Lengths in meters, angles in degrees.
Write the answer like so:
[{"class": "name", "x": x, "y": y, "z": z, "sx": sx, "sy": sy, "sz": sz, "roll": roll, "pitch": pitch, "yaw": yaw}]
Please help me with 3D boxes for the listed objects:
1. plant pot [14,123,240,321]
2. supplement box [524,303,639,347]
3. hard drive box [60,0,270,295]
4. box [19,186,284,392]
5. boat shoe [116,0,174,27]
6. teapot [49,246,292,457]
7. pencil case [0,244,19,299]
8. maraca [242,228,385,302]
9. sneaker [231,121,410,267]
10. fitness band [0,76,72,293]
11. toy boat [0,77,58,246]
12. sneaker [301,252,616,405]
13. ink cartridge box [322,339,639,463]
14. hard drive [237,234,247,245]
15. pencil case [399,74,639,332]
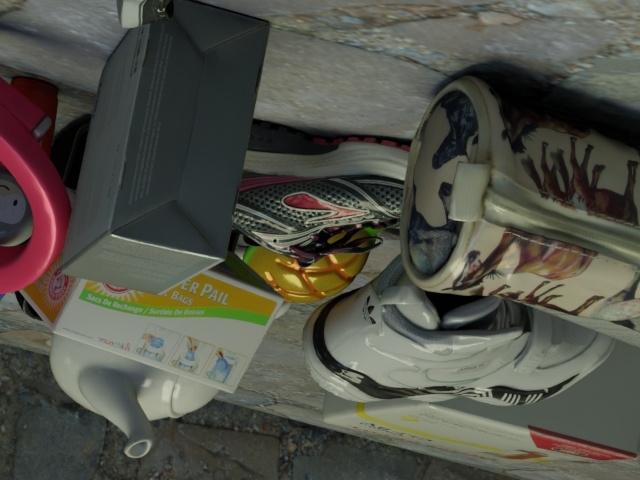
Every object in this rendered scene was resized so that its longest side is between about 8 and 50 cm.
[{"class": "plant pot", "x": -0.201, "y": -0.006, "z": 1.821, "sx": 0.188, "sy": 0.187, "sz": 0.167, "roll": 17, "pitch": -179, "yaw": -26}, {"class": "supplement box", "x": 0.287, "y": 0.028, "z": 1.629, "sx": 0.220, "sy": 0.111, "sz": 0.114, "roll": 21, "pitch": 166, "yaw": -38}, {"class": "hard drive box", "x": -0.123, "y": -0.065, "z": 1.413, "sx": 0.089, "sy": 0.181, "sz": 0.232, "roll": 13, "pitch": 169, "yaw": -15}, {"class": "box", "x": -0.155, "y": 0.045, "z": 1.669, "sx": 0.203, "sy": 0.103, "sz": 0.114, "roll": 23, "pitch": -170, "yaw": -35}, {"class": "boat shoe", "x": -0.111, "y": -0.174, "z": 1.221, "sx": 0.040, "sy": 0.049, "sz": 0.142, "roll": -6, "pitch": 173, "yaw": -10}, {"class": "teapot", "x": -0.164, "y": 0.104, "z": 2.081, "sx": 0.187, "sy": 0.256, "sz": 0.252, "roll": 28, "pitch": 179, "yaw": 15}, {"class": "pencil case", "x": -0.486, "y": -0.010, "z": 2.118, "sx": 0.306, "sy": 0.119, "sz": 0.133, "roll": 26, "pitch": -164, "yaw": -34}, {"class": "maraca", "x": 0.000, "y": 0.000, "z": 1.836, "sx": 0.127, "sy": 0.099, "sz": 0.186, "roll": 7, "pitch": 149, "yaw": -36}, {"class": "sneaker", "x": 0.010, "y": -0.029, "z": 1.632, "sx": 0.299, "sy": 0.112, "sz": 0.121, "roll": 8, "pitch": 168, "yaw": 13}, {"class": "fitness band", "x": -0.331, "y": -0.076, "z": 1.529, "sx": 0.291, "sy": 0.054, "sz": 0.209, "roll": 38, "pitch": 134, "yaw": -5}, {"class": "toy boat", "x": -0.356, "y": -0.068, "z": 1.714, "sx": 0.318, "sy": 0.148, "sz": 0.267, "roll": 0, "pitch": 164, "yaw": 46}, {"class": "sneaker", "x": 0.181, "y": 0.079, "z": 1.893, "sx": 0.366, "sy": 0.137, "sz": 0.210, "roll": -2, "pitch": 159, "yaw": -26}, {"class": "ink cartridge box", "x": 0.199, "y": 0.172, "z": 2.297, "sx": 0.279, "sy": 0.160, "sz": 0.385, "roll": 15, "pitch": 168, "yaw": -16}, {"class": "hard drive", "x": -0.075, "y": -0.013, "z": 2.017, "sx": 0.135, "sy": 0.022, "sz": 0.094, "roll": 3, "pitch": 166, "yaw": 35}, {"class": "pencil case", "x": 0.250, "y": 0.004, "z": 1.415, "sx": 0.410, "sy": 0.160, "sz": 0.183, "roll": 16, "pitch": 177, "yaw": -21}]
